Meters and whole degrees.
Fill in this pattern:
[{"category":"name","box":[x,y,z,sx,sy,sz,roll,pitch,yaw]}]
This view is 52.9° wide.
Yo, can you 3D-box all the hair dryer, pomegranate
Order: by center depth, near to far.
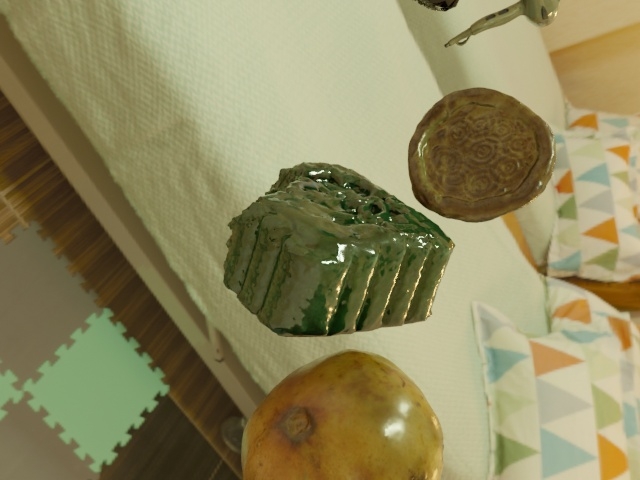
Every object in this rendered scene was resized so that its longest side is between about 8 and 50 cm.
[{"category":"pomegranate","box":[0.028,0.264,0.812,0.260,0.260,0.260,18,67,-49]},{"category":"hair dryer","box":[0.303,-0.398,1.073,0.167,0.199,0.067,57,22,-68]}]

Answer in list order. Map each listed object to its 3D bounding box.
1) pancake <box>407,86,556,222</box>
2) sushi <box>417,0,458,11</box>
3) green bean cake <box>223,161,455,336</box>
[{"category":"pancake","box":[0.264,-0.144,1.070,0.031,0.250,0.250,59,33,-64]},{"category":"sushi","box":[0.146,-0.364,0.913,0.083,0.084,0.056,14,110,-28]},{"category":"green bean cake","box":[0.000,0.000,0.960,0.308,0.300,0.169,-4,119,-41]}]
